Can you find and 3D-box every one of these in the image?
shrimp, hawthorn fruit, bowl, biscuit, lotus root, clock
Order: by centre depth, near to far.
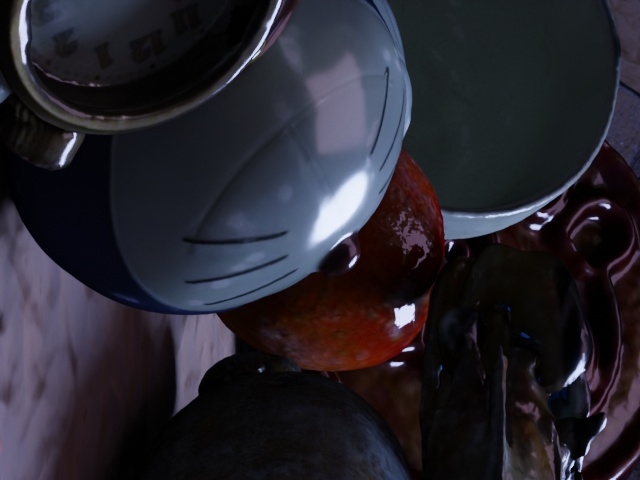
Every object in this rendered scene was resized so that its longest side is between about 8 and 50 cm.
[{"bbox_3d":[-0.048,-0.079,0.597,0.146,0.199,0.243,46,-20,34],"label":"clock"},{"bbox_3d":[-0.022,0.161,0.887,0.349,0.175,0.175,-85,173,-71],"label":"lotus root"},{"bbox_3d":[0.100,0.221,0.965,0.221,0.109,0.446,66,30,-75],"label":"shrimp"},{"bbox_3d":[0.000,0.000,1.069,0.173,0.172,0.173,0,90,-85],"label":"hawthorn fruit"},{"bbox_3d":[0.058,-0.132,1.281,0.163,0.307,0.307,138,-42,-57],"label":"bowl"},{"bbox_3d":[0.134,0.047,1.400,0.091,0.407,0.408,146,-51,-61],"label":"biscuit"}]

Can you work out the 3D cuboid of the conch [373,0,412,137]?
[{"bbox_3d":[-0.014,-0.114,0.980,0.185,0.121,0.221,43,21,-33],"label":"conch"}]
